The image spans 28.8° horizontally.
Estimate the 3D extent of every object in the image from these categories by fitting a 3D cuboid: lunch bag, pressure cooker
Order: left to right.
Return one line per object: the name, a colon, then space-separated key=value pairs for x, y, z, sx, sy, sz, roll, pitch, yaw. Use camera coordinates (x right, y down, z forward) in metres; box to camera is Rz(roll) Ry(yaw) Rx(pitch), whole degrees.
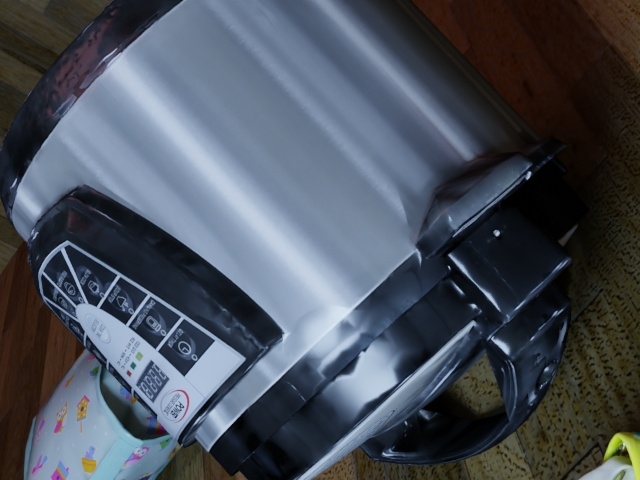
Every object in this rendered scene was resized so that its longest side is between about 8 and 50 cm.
lunch bag: x=-0.273 y=0.256 z=1.579 sx=0.223 sy=0.160 sz=0.262 roll=-52 pitch=18 yaw=19
pressure cooker: x=0.005 y=-0.004 z=0.984 sx=0.375 sy=0.420 sz=0.370 roll=-44 pitch=-6 yaw=15

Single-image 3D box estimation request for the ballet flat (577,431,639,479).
ballet flat: x=0.161 y=0.223 z=0.799 sx=0.231 sy=0.077 sz=0.077 roll=-60 pitch=23 yaw=2
